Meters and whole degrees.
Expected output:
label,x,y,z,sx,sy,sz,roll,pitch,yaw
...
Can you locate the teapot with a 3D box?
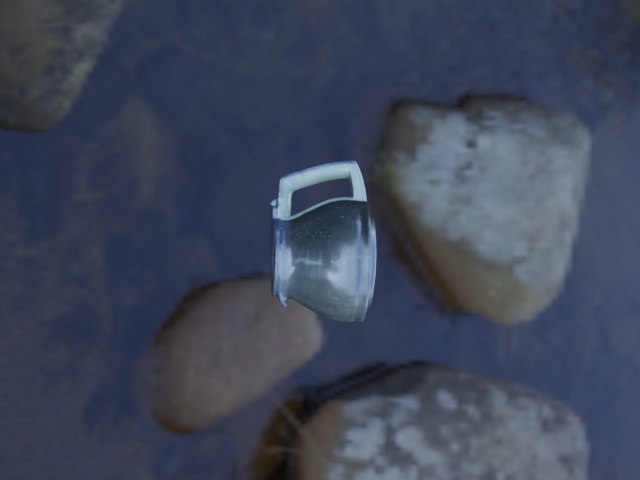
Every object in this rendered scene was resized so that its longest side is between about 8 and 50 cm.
label,x,y,z,sx,sy,sz,roll,pitch,yaw
teapot,0.000,0.000,1.078,0.057,0.066,0.088,2,83,-6
